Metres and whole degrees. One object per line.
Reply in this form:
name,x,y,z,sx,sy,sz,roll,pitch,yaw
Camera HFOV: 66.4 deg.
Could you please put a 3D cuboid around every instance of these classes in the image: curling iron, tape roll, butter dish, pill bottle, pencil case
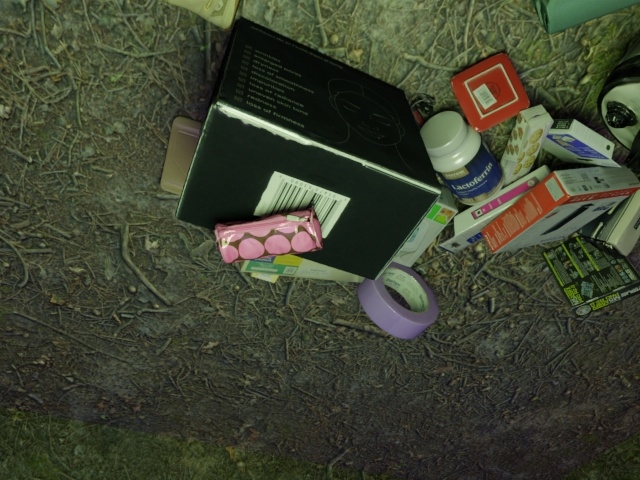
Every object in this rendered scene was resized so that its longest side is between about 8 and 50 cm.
curling iron,0.324,-0.296,1.380,0.068,0.035,0.274,-22,128,16
tape roll,0.260,0.192,1.642,0.274,0.275,0.090,22,127,-20
butter dish,0.429,-0.373,1.272,0.159,0.118,0.160,-27,90,3
pill bottle,0.386,-0.224,1.342,0.153,0.153,0.264,-32,134,23
pencil case,-0.103,-0.013,0.952,0.209,0.095,0.098,-11,167,6

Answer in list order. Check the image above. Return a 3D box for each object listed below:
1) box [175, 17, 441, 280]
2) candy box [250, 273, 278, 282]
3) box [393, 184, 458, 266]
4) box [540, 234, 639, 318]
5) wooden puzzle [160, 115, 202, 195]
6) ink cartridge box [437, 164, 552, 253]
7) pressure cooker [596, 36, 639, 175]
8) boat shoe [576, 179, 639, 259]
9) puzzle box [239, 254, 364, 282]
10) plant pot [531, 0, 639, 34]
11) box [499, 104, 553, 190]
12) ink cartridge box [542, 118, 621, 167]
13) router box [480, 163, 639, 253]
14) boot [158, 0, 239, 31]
box,-0.033,-0.221,1.143,0.479,0.472,0.297,18,129,-17
candy box,-0.113,-0.044,1.484,0.087,0.183,0.316,19,128,-19
box,0.243,-0.075,1.513,0.231,0.127,0.262,19,128,-20
box,0.873,0.096,1.587,0.216,0.270,0.060,-30,124,21
wooden puzzle,-0.334,-0.224,1.418,0.220,0.044,0.239,16,124,-15
ink cartridge box,0.527,-0.081,1.466,0.371,0.069,0.175,-34,156,22
pressure cooker,0.847,-0.332,1.079,0.370,0.375,0.420,41,90,-26
boat shoe,0.941,-0.117,1.513,0.127,0.158,0.341,33,93,-31
puzzle box,0.000,0.000,1.387,0.408,0.052,0.272,8,132,-27
plant pot,0.581,-0.601,0.956,0.334,0.341,0.341,-18,130,23
box,0.548,-0.234,1.343,0.067,0.063,0.324,-18,153,-4
ink cartridge box,0.669,-0.265,1.316,0.208,0.206,0.045,24,95,-21
router box,0.686,-0.089,1.406,0.335,0.082,0.301,-9,154,-28
boot,-0.255,-0.612,1.050,0.203,0.095,0.262,17,132,-14
